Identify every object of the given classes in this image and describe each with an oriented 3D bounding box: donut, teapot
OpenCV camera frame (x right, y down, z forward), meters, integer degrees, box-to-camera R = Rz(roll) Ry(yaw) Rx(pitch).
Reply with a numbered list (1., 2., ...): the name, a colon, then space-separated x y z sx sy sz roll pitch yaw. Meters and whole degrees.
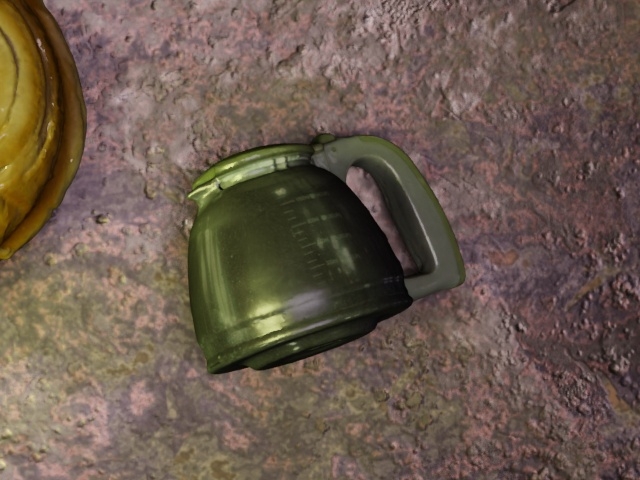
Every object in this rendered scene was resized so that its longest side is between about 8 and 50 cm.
1. donut: -0.467 -0.134 1.686 0.449 0.198 0.448 3 80 -14
2. teapot: -0.003 -0.002 1.799 0.322 0.239 0.239 -18 84 -5
